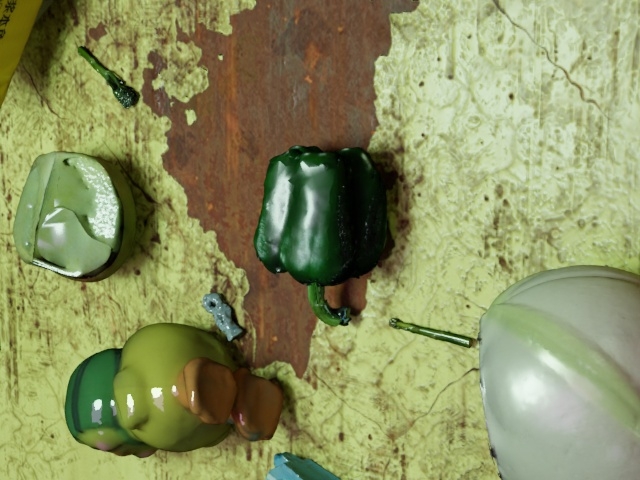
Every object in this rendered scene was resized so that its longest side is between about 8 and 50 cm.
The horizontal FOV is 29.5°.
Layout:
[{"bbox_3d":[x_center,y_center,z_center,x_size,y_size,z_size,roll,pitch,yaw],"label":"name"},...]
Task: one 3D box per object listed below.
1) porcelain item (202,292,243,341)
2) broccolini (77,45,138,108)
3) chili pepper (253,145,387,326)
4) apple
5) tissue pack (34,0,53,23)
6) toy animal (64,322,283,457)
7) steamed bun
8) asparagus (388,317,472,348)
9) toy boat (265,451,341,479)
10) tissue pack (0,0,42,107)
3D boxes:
[{"bbox_3d":[-0.149,0.113,1.835,0.083,0.028,0.036,52,124,15],"label":"porcelain item"},{"bbox_3d":[-0.335,-0.255,1.882,0.140,0.035,0.030,45,116,20],"label":"broccolini"},{"bbox_3d":[0.000,0.000,1.641,0.174,0.165,0.261,7,105,20],"label":"chili pepper"},{"bbox_3d":[-0.374,-0.035,1.870,0.207,0.174,0.188,10,83,38],"label":"apple"},{"bbox_3d":[-0.508,-0.441,1.923,0.148,0.092,0.196,-42,75,31],"label":"tissue pack"},{"bbox_3d":[-0.237,0.223,1.824,0.338,0.216,0.191,-15,64,38],"label":"toy animal"},{"bbox_3d":[0.342,0.167,1.385,0.309,0.309,0.309,7,103,32],"label":"steamed bun"},{"bbox_3d":[0.147,0.125,1.652,0.127,0.018,0.015,13,81,30],"label":"asparagus"},{"bbox_3d":[0.003,0.397,1.752,0.215,0.088,0.102,30,104,27],"label":"toy boat"},{"bbox_3d":[-0.560,-0.406,1.773,0.293,0.228,0.382,38,117,21],"label":"tissue pack"}]
